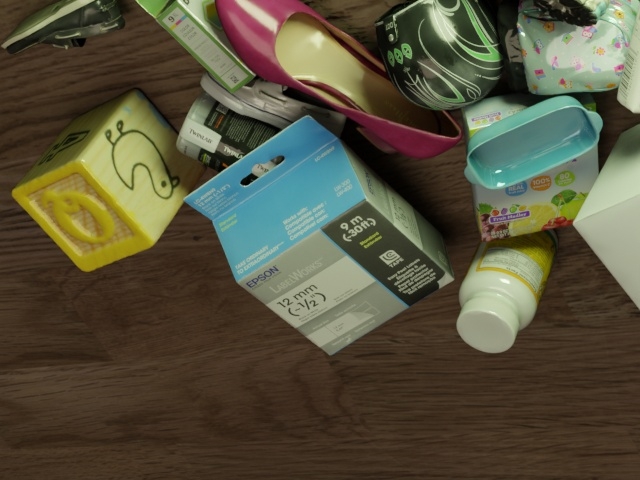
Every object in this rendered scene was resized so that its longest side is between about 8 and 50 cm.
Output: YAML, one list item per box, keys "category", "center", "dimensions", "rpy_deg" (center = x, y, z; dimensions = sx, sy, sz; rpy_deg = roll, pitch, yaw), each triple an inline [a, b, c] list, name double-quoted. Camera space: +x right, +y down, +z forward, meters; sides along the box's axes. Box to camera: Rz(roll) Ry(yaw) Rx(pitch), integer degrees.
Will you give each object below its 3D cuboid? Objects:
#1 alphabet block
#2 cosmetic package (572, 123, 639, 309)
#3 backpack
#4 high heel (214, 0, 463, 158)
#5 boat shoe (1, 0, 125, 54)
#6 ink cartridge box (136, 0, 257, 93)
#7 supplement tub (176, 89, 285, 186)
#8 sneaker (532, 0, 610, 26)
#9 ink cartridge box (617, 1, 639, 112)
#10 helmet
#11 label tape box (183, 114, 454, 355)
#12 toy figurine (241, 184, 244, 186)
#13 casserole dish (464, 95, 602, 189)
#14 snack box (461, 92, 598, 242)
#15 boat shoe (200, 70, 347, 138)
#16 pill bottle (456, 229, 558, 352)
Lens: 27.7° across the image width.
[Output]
- category: "alphabet block"
  center: [-0.340, -0.096, 2.100]
  dimensions: [0.193, 0.197, 0.192]
  rpy_deg: [-22, 119, 40]
- category: "cosmetic package"
  center: [0.475, -0.023, 1.698]
  dimensions: [0.138, 0.224, 0.224]
  rpy_deg: [-28, 107, 43]
- category: "backpack"
  center: [0.324, -0.251, 1.654]
  dimensions: [0.182, 0.115, 0.152]
  rpy_deg: [0, 128, 24]
- category: "high heel"
  center: [0.031, -0.245, 1.780]
  dimensions: [0.377, 0.127, 0.181]
  rpy_deg: [33, 166, -23]
- category: "boat shoe"
  center: [-0.400, -0.322, 1.995]
  dimensions: [0.233, 0.084, 0.079]
  rpy_deg: [-14, 123, 34]
- category: "ink cartridge box"
  center: [-0.161, -0.322, 1.847]
  dimensions: [0.209, 0.109, 0.062]
  rpy_deg: [43, 136, -15]
- category: "supplement tub"
  center: [-0.113, -0.147, 1.988]
  dimensions: [0.190, 0.117, 0.117]
  rpy_deg: [28, 138, 2]
- category: "sneaker"
  center: [0.251, -0.367, 1.600]
  dimensions: [0.283, 0.122, 0.110]
  rpy_deg: [33, 172, 25]
- category: "ink cartridge box"
  center: [0.486, -0.242, 1.566]
  dimensions: [0.225, 0.056, 0.181]
  rpy_deg: [-2, 122, -15]
- category: "helmet"
  center: [0.163, -0.250, 1.712]
  dimensions: [0.169, 0.169, 0.161]
  rpy_deg: [-22, 105, 41]
- category: "label tape box"
  center: [0.000, 0.000, 1.956]
  dimensions: [0.249, 0.115, 0.348]
  rpy_deg: [-33, 131, 21]
- category: "toy figurine"
  center: [-0.093, -0.049, 2.105]
  dimensions: [0.173, 0.130, 0.159]
  rpy_deg: [28, 130, 38]
- category: "casserole dish"
  center: [0.272, -0.131, 1.689]
  dimensions: [0.188, 0.037, 0.114]
  rpy_deg: [-24, 143, 15]
- category: "snack box"
  center: [0.292, -0.108, 1.796]
  dimensions: [0.175, 0.070, 0.207]
  rpy_deg: [-12, 129, 2]
- category: "boat shoe"
  center: [-0.064, -0.216, 1.938]
  dimensions: [0.226, 0.083, 0.075]
  rpy_deg: [25, 115, -4]
- category: "pill bottle"
  center: [0.272, 0.062, 1.918]
  dimensions: [0.118, 0.208, 0.117]
  rpy_deg: [15, 136, 15]
